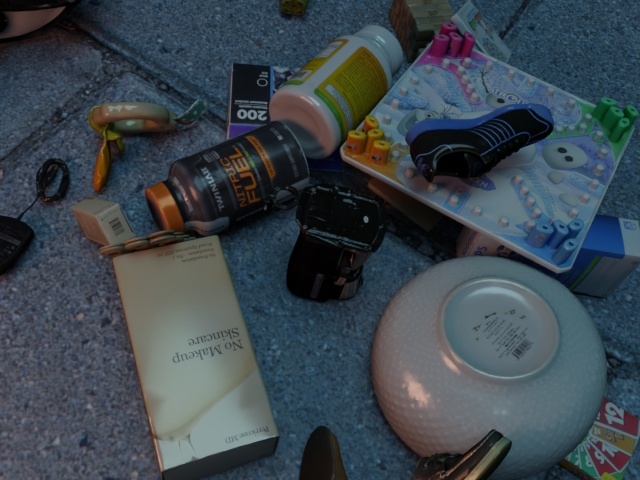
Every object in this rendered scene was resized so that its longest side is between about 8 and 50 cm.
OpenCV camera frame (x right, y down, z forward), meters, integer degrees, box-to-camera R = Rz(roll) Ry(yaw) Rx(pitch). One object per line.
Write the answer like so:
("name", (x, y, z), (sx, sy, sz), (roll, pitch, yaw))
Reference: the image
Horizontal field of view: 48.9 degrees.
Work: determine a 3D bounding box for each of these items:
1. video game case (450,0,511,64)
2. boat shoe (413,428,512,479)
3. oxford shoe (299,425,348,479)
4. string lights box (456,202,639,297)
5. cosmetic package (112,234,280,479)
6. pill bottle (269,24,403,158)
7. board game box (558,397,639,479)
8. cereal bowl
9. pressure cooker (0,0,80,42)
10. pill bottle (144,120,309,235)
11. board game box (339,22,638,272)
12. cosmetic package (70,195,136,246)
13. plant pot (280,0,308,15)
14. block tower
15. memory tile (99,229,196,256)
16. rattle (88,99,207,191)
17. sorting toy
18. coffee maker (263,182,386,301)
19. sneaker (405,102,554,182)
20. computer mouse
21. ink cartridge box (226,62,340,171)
("video game case", (0.316, -0.397, 1.373), (0.143, 0.019, 0.157), (49, 34, -9))
("boat shoe", (0.149, 0.309, 0.896), (0.080, 0.224, 0.073), (-2, 43, -53))
("oxford shoe", (0.022, 0.353, 0.933), (0.076, 0.076, 0.212), (17, 50, -35))
("string lights box", (0.363, 0.013, 1.137), (0.259, 0.133, 0.077), (9, 56, -4))
("cosmetic package", (-0.177, 0.161, 0.979), (0.160, 0.113, 0.310), (-14, 62, -17))
("pill bottle", (0.036, -0.262, 1.198), (0.136, 0.136, 0.246), (34, 59, 12))
("board game box", (0.341, 0.251, 1.054), (0.259, 0.039, 0.124), (32, 60, 14))
("cereal bowl", (0.242, 0.153, 1.000), (0.338, 0.141, 0.339), (-1, 53, 1))
("pressure cooker", (-0.582, -0.546, 1.192), (0.369, 0.375, 0.421), (-25, 62, 12))
("pill bottle", (-0.151, -0.089, 1.120), (0.245, 0.130, 0.130), (-27, 67, -21))
("board game box", (0.290, -0.178, 1.151), (0.389, 0.050, 0.390), (29, 54, 13))
("cosmetic package", (-0.329, -0.029, 1.062), (0.041, 0.060, 0.115), (-36, 30, -27))
("plant pot", (-0.050, -0.500, 1.417), (0.083, 0.083, 0.079), (6, 71, -5))
("block tower", (0.227, -0.366, 1.367), (0.090, 0.097, 0.336), (-9, 63, -14))
("memory tile", (-0.247, 0.009, 1.030), (0.113, 0.148, 0.012), (-15, 83, 4))
("rattle", (-0.279, -0.165, 1.183), (0.199, 0.130, 0.143), (0, 68, -40))
("sorting toy", (0.161, -0.093, 1.220), (0.274, 0.046, 0.132), (38, 61, 13))
("coffee maker", (0.000, 0.000, 1.062), (0.171, 0.178, 0.120), (34, 58, 9))
("sneaker", (0.244, -0.137, 1.035), (0.232, 0.081, 0.091), (-11, 58, -8))
("computer mouse", (-0.464, -0.036, 1.099), (0.071, 0.041, 0.242), (26, 52, -3))
("ink cartridge box", (-0.063, -0.224, 1.264), (0.206, 0.045, 0.208), (3, 60, -9))
